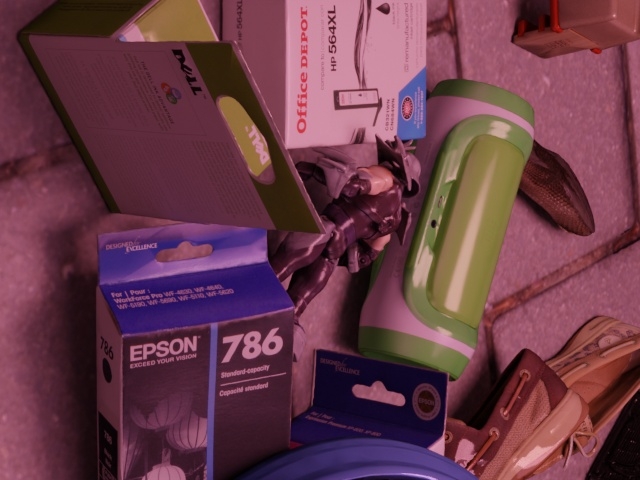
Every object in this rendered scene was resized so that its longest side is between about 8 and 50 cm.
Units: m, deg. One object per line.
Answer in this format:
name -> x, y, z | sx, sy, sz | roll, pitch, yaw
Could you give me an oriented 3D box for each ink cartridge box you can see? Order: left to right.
ink cartridge box -> -0.109, 0.148, 1.369 | 0.165, 0.065, 0.333 | -9, 112, -26
ink cartridge box -> -0.097, -0.110, 1.274 | 0.097, 0.255, 0.189 | -47, 127, -33
ink cartridge box -> 0.007, -0.165, 1.506 | 0.203, 0.086, 0.148 | -9, 103, -47
ink cartridge box -> 0.030, 0.300, 1.527 | 0.069, 0.175, 0.371 | 3, 93, -47

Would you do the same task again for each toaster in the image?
toaster -> 0.445, 0.292, 1.987 | 0.186, 0.168, 0.110 | -55, 131, -28

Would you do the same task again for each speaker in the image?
speaker -> 0.131, -0.011, 1.635 | 0.131, 0.131, 0.296 | 28, 74, -46

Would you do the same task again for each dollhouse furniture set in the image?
dollhouse furniture set -> 0.294, -0.350, 1.795 | 0.262, 0.135, 0.259 | 17, 71, -48

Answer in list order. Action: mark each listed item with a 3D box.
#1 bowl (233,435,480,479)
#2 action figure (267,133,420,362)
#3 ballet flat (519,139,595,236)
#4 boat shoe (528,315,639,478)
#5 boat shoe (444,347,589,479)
bowl -> 0.030, 0.372, 1.392 | 0.391, 0.077, 0.391 | -3, 98, -19
action figure -> 0.000, 0.000, 1.490 | 0.285, 0.099, 0.185 | -46, 145, -22
ballet flat -> 0.248, -0.069, 1.813 | 0.250, 0.058, 0.084 | 36, 33, -50
boat shoe -> 0.310, 0.186, 1.882 | 0.285, 0.089, 0.104 | -43, 125, -34
boat shoe -> 0.143, 0.242, 1.709 | 0.342, 0.123, 0.123 | -38, 90, -24
